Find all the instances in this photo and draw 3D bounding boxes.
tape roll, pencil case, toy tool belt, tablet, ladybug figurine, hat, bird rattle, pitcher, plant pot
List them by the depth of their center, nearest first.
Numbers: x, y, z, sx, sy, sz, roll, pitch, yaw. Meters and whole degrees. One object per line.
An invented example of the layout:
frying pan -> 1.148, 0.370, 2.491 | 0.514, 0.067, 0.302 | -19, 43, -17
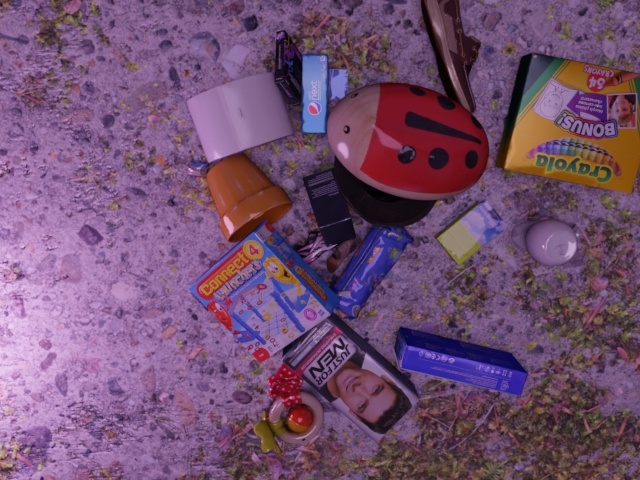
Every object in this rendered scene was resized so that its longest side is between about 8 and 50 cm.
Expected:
ladybug figurine -> 0.244, -0.265, 1.602 | 0.450, 0.162, 0.305 | 11, 74, -11
tape roll -> -0.208, -0.322, 1.650 | 0.246, 0.246, 0.169 | -18, 98, 3
plant pot -> -0.210, -0.126, 1.718 | 0.205, 0.205, 0.188 | -32, 82, 5
hat -> 0.170, -0.184, 1.720 | 0.332, 0.134, 0.331 | 3, 77, -13
pitcher -> 0.642, -0.008, 1.721 | 0.178, 0.207, 0.125 | -18, 99, 1
tablet -> 0.049, -0.434, 1.751 | 0.054, 0.006, 0.083 | 0, 98, 0
toy tool belt -> -0.333, -0.208, 1.766 | 0.083, 0.052, 0.051 | 6, 108, -2
pencil case -> 0.132, 0.077, 1.774 | 0.119, 0.133, 0.306 | 38, 97, 23
bird rattle -> -0.089, 0.508, 1.872 | 0.207, 0.143, 0.253 | 26, 85, -16

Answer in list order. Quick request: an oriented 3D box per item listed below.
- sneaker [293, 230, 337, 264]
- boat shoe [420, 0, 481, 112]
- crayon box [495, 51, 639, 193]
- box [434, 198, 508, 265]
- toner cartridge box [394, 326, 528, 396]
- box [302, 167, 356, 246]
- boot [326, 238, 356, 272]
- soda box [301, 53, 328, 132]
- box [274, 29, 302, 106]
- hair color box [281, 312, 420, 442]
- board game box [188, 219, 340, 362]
sneaker -> 0.000, 0.000, 1.793 | 0.178, 0.072, 0.077 | -33, 87, -1
boat shoe -> 0.373, -0.508, 1.685 | 0.123, 0.123, 0.341 | -18, 93, 4
crayon box -> 0.700, -0.317, 1.720 | 0.363, 0.106, 0.313 | 11, 99, -2
box -> 0.430, -0.025, 1.800 | 0.178, 0.042, 0.109 | -40, 98, 6
toner cartridge box -> 0.394, 0.344, 1.800 | 0.348, 0.165, 0.075 | 14, 99, -2
box -> 0.026, -0.087, 1.706 | 0.093, 0.156, 0.158 | -18, 70, 2
boot -> 0.065, 0.040, 1.804 | 0.087, 0.118, 0.042 | -35, 73, -28
soda box -> -0.015, -0.401, 1.725 | 0.071, 0.067, 0.210 | 1, 99, 0
box -> -0.083, -0.454, 1.660 | 0.029, 0.116, 0.162 | -6, 69, 20
hair color box -> 0.087, 0.387, 1.832 | 0.374, 0.113, 0.185 | 42, 97, -7
board game box -> -0.160, 0.148, 1.746 | 0.302, 0.086, 0.308 | 47, 122, -7
